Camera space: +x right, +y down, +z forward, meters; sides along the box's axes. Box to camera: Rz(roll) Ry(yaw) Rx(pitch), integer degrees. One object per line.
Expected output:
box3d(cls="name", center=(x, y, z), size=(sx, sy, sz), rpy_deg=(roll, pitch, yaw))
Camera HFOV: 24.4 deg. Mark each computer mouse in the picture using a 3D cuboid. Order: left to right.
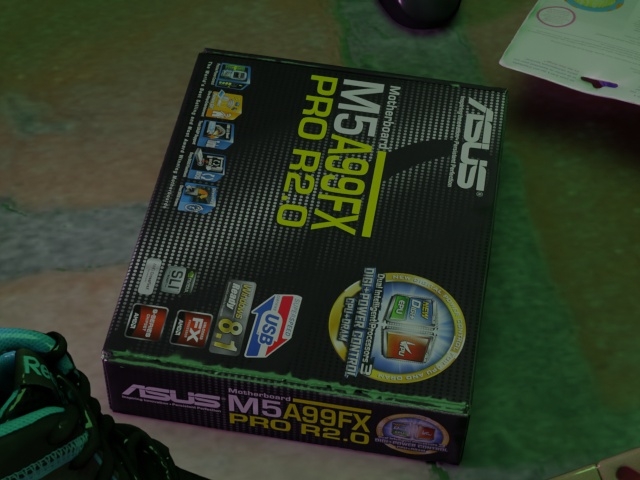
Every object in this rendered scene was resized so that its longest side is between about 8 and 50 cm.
box3d(cls="computer mouse", center=(0.056, -0.255, 1.165), size=(0.071, 0.041, 0.242), rpy_deg=(-12, 51, -10))

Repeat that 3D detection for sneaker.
box3d(cls="sneaker", center=(-0.127, 0.123, 0.693), size=(0.341, 0.140, 0.125), rpy_deg=(19, 28, -39))

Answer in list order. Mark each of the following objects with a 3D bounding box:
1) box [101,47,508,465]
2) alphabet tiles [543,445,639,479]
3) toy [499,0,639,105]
box3d(cls="box", center=(0.000, 0.000, 0.937), size=(0.216, 0.060, 0.270), rpy_deg=(8, 51, 6))
box3d(cls="alphabet tiles", center=(0.127, 0.208, 0.687), size=(0.237, 0.009, 0.198), rpy_deg=(-21, 89, 12))
box3d(cls="toy", center=(0.231, -0.155, 1.077), size=(0.137, 0.056, 0.237), rpy_deg=(18, 47, 18))
